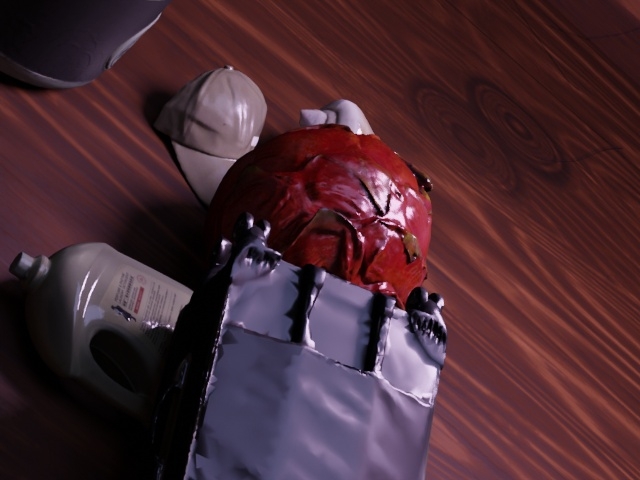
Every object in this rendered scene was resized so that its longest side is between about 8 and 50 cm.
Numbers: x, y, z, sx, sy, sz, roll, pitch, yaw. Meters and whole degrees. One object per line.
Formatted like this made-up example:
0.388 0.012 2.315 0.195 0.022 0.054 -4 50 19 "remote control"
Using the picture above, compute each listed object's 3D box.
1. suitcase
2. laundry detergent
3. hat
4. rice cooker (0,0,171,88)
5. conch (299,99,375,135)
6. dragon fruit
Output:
-0.040 0.217 1.623 0.283 0.194 0.434 23 57 -20 "suitcase"
-0.218 0.092 1.736 0.253 0.091 0.181 35 42 -23 "laundry detergent"
-0.101 -0.126 2.127 0.173 0.144 0.166 38 24 31 "hat"
-0.299 -0.352 1.964 0.288 0.277 0.288 35 31 -24 "rice cooker"
0.035 -0.082 2.282 0.255 0.127 0.158 61 -7 -23 "conch"
0.000 0.000 1.961 0.277 0.277 0.342 36 33 -21 "dragon fruit"
